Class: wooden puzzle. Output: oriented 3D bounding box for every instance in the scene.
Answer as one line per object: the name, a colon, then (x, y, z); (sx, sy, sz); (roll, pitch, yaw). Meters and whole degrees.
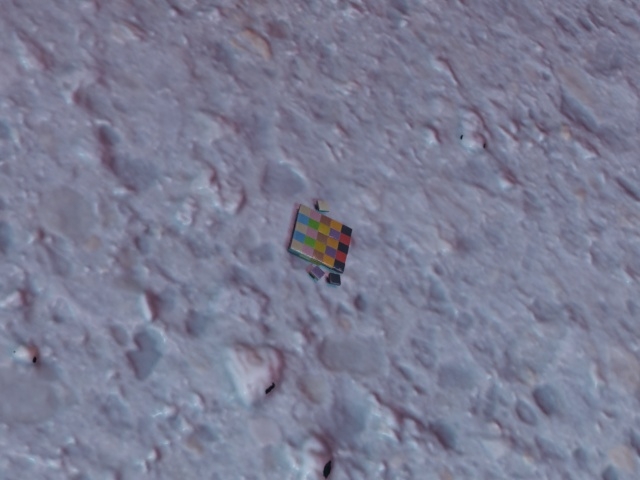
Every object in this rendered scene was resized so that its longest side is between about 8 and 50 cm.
wooden puzzle: (0.000, 0.000, 1.460); (0.049, 0.006, 0.083); (26, 47, -14)
